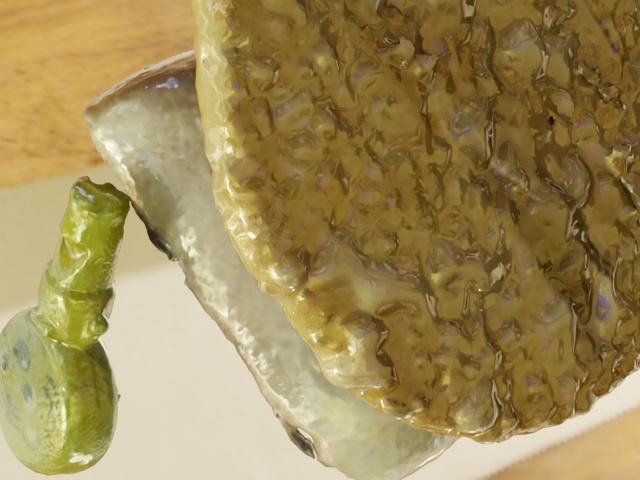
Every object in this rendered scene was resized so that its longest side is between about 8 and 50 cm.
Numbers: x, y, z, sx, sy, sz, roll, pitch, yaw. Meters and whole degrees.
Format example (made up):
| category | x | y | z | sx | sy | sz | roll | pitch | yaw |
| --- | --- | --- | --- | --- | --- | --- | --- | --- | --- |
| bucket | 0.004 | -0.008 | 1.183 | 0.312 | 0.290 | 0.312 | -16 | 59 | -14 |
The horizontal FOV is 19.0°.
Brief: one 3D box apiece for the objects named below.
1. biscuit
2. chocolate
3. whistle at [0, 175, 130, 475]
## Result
| category | x | y | z | sx | sy | sz | roll | pitch | yaw |
| --- | --- | --- | --- | --- | --- | --- | --- | --- | --- |
| biscuit | 0.049 | -0.048 | 0.555 | 0.220 | 0.033 | 0.220 | 5 | -98 | -41 |
| chocolate | 0.000 | 0.000 | 1.178 | 0.303 | 0.100 | 0.185 | 56 | -151 | 4 |
| whistle | -0.147 | 0.052 | 1.146 | 0.057 | 0.104 | 0.198 | -5 | -54 | -37 |
